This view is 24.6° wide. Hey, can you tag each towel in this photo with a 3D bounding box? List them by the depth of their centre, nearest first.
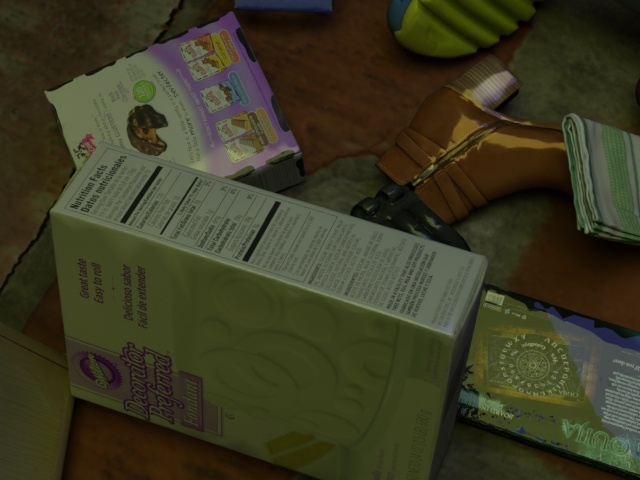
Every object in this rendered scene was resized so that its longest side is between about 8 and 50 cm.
[{"bbox_3d":[0.277,-0.048,1.289,0.152,0.023,0.113,11,65,-36],"label":"towel"}]

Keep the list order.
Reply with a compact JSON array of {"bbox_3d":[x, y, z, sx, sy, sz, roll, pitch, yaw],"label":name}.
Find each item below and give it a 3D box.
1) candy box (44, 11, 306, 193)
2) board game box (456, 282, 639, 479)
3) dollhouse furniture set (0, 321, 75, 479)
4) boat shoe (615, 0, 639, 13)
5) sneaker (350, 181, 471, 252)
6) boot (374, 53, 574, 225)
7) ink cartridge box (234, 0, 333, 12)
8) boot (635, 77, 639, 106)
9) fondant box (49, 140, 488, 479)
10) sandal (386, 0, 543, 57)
[{"bbox_3d":[-0.136,-0.098,1.374,0.196,0.070,0.165,-23,69,-4],"label":"candy box"},{"bbox_3d":[0.210,0.123,1.277,0.186,0.026,0.126,18,72,12],"label":"board game box"},{"bbox_3d":[-0.449,0.147,1.269,0.394,0.256,0.362,-4,66,27],"label":"dollhouse furniture set"},{"bbox_3d":[0.345,-0.274,1.266,0.367,0.136,0.156,30,70,14],"label":"boat shoe"},{"bbox_3d":[0.000,0.000,1.302,0.295,0.104,0.147,28,72,4],"label":"sneaker"},{"bbox_3d":[0.160,-0.056,1.337,0.152,0.073,0.197,-43,72,-3],"label":"boot"},{"bbox_3d":[-0.024,-0.419,1.445,0.270,0.151,0.395,3,68,8],"label":"ink cartridge box"},{"bbox_3d":[0.325,-0.274,1.388,0.264,0.096,0.280,-42,66,-1],"label":"boot"},{"bbox_3d":[-0.046,0.074,1.200,0.330,0.238,0.096,18,48,12],"label":"fondant box"},{"bbox_3d":[0.175,-0.309,1.402,0.317,0.126,0.138,-47,46,-2],"label":"sandal"}]
